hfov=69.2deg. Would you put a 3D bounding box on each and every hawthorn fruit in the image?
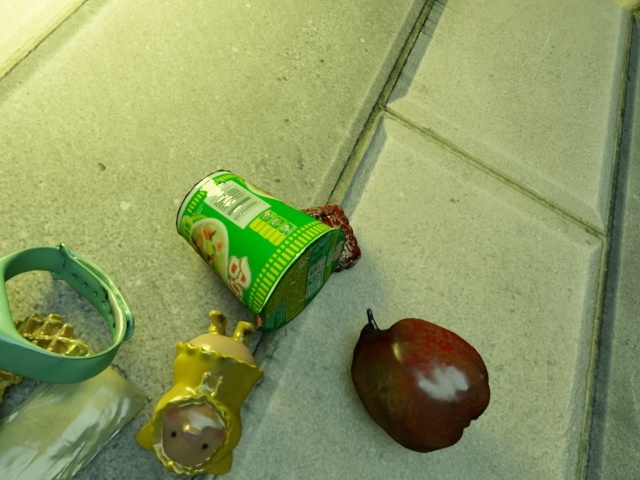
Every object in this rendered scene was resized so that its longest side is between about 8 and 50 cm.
[{"bbox_3d":[0.155,0.219,0.782,0.208,0.208,0.248,-32,70,-27],"label":"hawthorn fruit"}]

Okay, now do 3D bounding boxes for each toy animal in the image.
[{"bbox_3d":[-0.171,0.227,0.704,0.156,0.156,0.229,23,73,-8],"label":"toy animal"}]

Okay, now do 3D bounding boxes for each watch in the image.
[{"bbox_3d":[-0.382,0.094,0.663,0.195,0.068,0.237,3,36,-48],"label":"watch"}]

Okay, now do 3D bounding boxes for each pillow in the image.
[{"bbox_3d":[-0.379,0.270,0.657,0.148,0.050,0.229,41,61,3],"label":"pillow"}]

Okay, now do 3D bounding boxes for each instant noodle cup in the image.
[{"bbox_3d":[-0.111,0.002,0.770,0.233,0.207,0.207,37,60,18],"label":"instant noodle cup"}]

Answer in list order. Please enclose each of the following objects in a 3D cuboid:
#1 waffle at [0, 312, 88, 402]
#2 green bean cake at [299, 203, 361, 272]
[{"bbox_3d":[-0.438,0.189,0.655,0.149,0.051,0.194,38,54,25],"label":"waffle"},{"bbox_3d":[0.000,0.000,0.897,0.136,0.056,0.135,-14,75,-24],"label":"green bean cake"}]
